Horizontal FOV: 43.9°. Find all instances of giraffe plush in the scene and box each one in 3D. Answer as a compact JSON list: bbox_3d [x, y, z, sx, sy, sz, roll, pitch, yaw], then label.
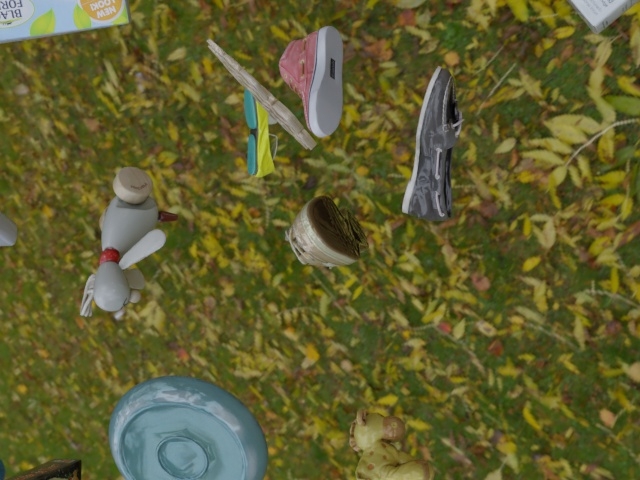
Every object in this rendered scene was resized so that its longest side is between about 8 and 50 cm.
[{"bbox_3d":[0.133,0.457,1.739,0.181,0.210,0.171,120,147,-59],"label":"giraffe plush"}]

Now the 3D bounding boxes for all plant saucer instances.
[{"bbox_3d":[-0.258,0.403,1.506,0.317,0.044,0.318,3,114,8],"label":"plant saucer"}]

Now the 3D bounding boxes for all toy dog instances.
[{"bbox_3d":[-0.387,0.012,1.685,0.160,0.334,0.220,15,155,-21],"label":"toy dog"}]

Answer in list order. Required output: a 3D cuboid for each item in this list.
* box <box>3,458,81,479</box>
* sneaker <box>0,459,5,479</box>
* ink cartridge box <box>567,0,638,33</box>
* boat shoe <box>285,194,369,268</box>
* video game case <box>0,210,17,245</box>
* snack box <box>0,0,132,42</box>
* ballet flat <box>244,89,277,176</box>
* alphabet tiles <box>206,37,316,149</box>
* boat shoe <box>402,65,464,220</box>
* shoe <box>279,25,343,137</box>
[{"bbox_3d":[-0.383,0.389,1.040,0.044,0.233,0.159,0,86,7],"label":"box"},{"bbox_3d":[-0.558,0.395,1.277,0.228,0.087,0.092,-157,72,-64],"label":"sneaker"},{"bbox_3d":[0.403,-0.403,1.050,0.208,0.087,0.153,-40,82,20],"label":"ink cartridge box"},{"bbox_3d":[0.000,0.000,1.225,0.098,0.302,0.109,-27,86,11],"label":"boat shoe"},{"bbox_3d":[-0.557,-0.057,0.903,0.299,0.036,0.329,-1,161,3],"label":"video game case"},{"bbox_3d":[-0.286,-0.265,0.701,0.070,0.207,0.175,-121,23,-71],"label":"snack box"},{"bbox_3d":[-0.144,-0.272,1.960,0.077,0.077,0.231,-152,57,-61],"label":"ballet flat"},{"bbox_3d":[-0.117,-0.293,1.593,0.284,0.021,0.278,45,180,30],"label":"alphabet tiles"},{"bbox_3d":[0.225,-0.169,1.466,0.095,0.112,0.335,17,137,12],"label":"boat shoe"},{"bbox_3d":[-0.016,-0.225,1.163,0.081,0.178,0.063,-10,155,35],"label":"shoe"}]
